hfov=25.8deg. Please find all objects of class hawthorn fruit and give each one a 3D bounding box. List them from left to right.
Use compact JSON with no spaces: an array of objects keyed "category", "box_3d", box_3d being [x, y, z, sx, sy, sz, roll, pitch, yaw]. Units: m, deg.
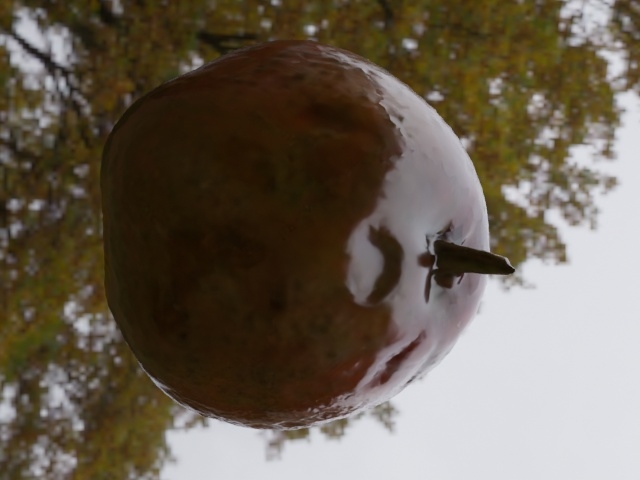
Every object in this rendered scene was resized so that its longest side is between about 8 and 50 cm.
[{"category":"hawthorn fruit","box_3d":[0.000,0.000,0.958,0.298,0.277,0.277,11,-80,38]}]
